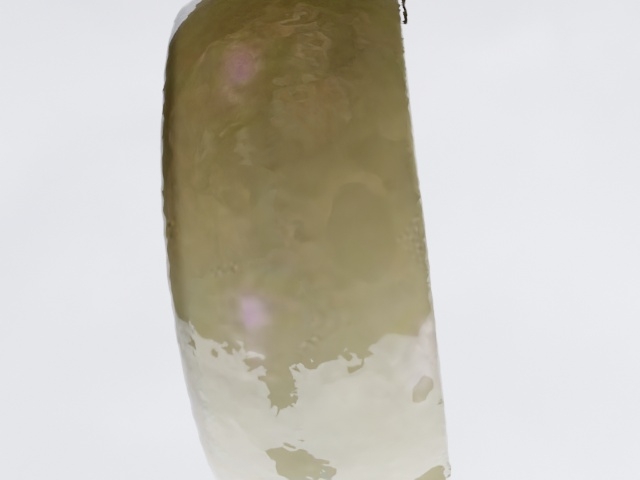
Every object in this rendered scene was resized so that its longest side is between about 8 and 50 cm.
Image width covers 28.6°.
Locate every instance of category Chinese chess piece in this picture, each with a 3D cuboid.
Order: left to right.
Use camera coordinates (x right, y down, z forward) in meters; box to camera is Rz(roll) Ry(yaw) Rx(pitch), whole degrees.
[{"bbox_3d":[0.000,0.000,0.561,0.097,0.251,0.251,-5,-144,5],"label":"Chinese chess piece"}]
